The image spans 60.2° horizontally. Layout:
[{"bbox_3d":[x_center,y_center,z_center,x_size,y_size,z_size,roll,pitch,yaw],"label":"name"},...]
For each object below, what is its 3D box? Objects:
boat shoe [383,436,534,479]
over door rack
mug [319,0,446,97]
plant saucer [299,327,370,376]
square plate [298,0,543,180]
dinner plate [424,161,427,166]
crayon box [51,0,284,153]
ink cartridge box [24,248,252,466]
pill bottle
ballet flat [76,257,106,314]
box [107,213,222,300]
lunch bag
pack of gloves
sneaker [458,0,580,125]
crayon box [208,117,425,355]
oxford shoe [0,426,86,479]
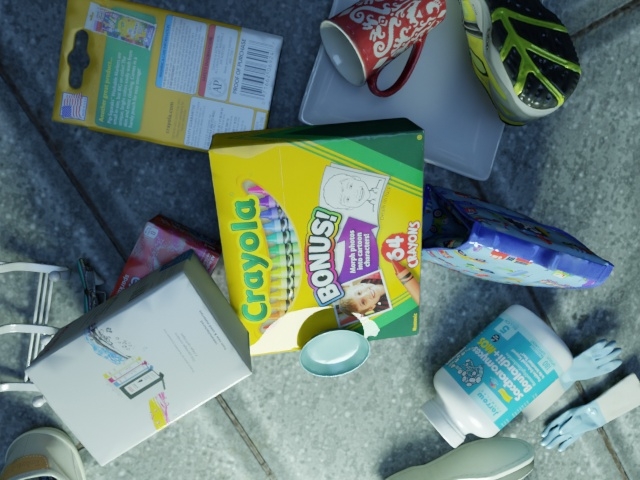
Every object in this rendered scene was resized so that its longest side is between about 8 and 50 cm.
[{"bbox_3d":[0.263,0.465,1.048,0.305,0.109,0.091,-21,101,2],"label":"boat shoe"},{"bbox_3d":[-0.592,0.136,0.885,0.325,0.108,0.239,11,96,-9],"label":"over door rack"},{"bbox_3d":[0.102,-0.323,0.865,0.169,0.150,0.113,-38,62,-8],"label":"mug"},{"bbox_3d":[0.023,0.183,0.921,0.120,0.021,0.119,-6,130,-7],"label":"plant saucer"},{"bbox_3d":[0.171,-0.311,0.938,0.348,0.049,0.343,16,92,-10],"label":"square plate"},{"bbox_3d":[0.130,-0.167,0.980,0.141,0.017,0.141,-1,97,-8],"label":"dinner plate"},{"bbox_3d":[-0.236,-0.254,0.885,0.323,0.083,0.202,10,97,-9],"label":"crayon box"},{"bbox_3d":[-0.239,0.153,0.775,0.233,0.171,0.168,-31,103,-3],"label":"ink cartridge box"},{"bbox_3d":[0.309,0.251,0.999,0.264,0.146,0.146,-43,101,0],"label":"pill bottle"},{"bbox_3d":[-0.388,0.084,0.943,0.041,0.041,0.114,-5,99,-7],"label":"ballet flat"},{"bbox_3d":[-0.274,0.098,0.912,0.128,0.122,0.256,27,94,-11],"label":"box"},{"bbox_3d":[0.291,0.011,0.886,0.221,0.293,0.138,18,96,-10],"label":"lunch bag"},{"bbox_3d":[0.507,0.302,1.096,0.232,0.046,0.195,-32,113,1],"label":"pack of gloves"},{"bbox_3d":[0.269,-0.356,0.863,0.145,0.147,0.384,-8,78,-5],"label":"sneaker"},{"bbox_3d":[0.000,0.000,0.898,0.314,0.106,0.362,-7,115,-7],"label":"crayon box"},{"bbox_3d":[-0.441,0.547,0.957,0.169,0.130,0.448,-17,102,-6],"label":"oxford shoe"}]
